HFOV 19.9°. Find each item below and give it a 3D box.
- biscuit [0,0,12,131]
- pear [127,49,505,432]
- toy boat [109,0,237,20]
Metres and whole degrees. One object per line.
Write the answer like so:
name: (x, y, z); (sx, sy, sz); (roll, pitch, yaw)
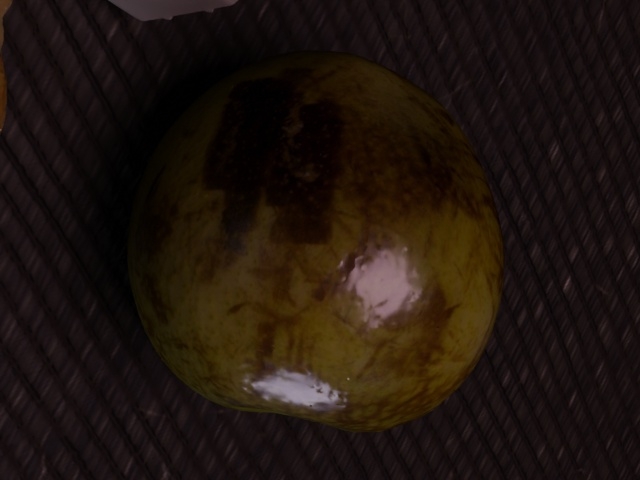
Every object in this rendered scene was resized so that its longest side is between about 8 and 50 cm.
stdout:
biscuit: (-0.286, -0.087, 1.144); (0.213, 0.091, 0.274); (-14, 118, -54)
pear: (0.000, 0.000, 1.303); (0.283, 0.283, 0.283); (-13, 112, -35)
toy boat: (-0.151, -0.254, 1.190); (0.141, 0.141, 0.269); (-51, 128, -14)
